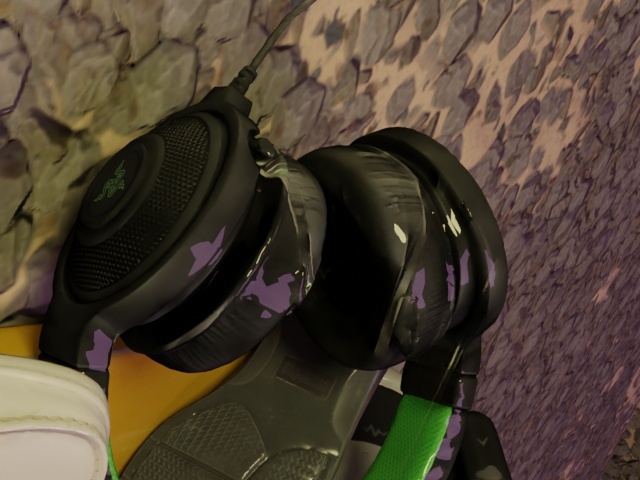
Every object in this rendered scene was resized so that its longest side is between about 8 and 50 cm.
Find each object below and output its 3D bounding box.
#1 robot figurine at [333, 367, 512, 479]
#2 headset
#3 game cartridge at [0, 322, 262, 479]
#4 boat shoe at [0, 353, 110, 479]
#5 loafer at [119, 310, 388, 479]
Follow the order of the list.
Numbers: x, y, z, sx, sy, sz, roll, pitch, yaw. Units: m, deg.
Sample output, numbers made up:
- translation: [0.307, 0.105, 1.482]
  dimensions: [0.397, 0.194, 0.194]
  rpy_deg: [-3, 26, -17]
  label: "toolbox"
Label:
- translation: [0.017, 0.204, 0.813]
  dimensions: [0.278, 0.209, 0.173]
  rpy_deg: [-87, -169, -65]
  label: "robot figurine"
- translation: [0.000, 0.000, 0.561]
  dimensions: [0.243, 0.185, 0.394]
  rpy_deg: [5, 91, -35]
  label: "headset"
- translation: [-0.164, 0.172, 0.689]
  dimensions: [0.285, 0.053, 0.324]
  rpy_deg: [-63, 157, 12]
  label: "game cartridge"
- translation: [-0.195, 0.112, 0.397]
  dimensions: [0.277, 0.096, 0.098]
  rpy_deg: [-8, 122, -32]
  label: "boat shoe"
- translation: [-0.027, 0.123, 0.711]
  dimensions: [0.302, 0.109, 0.095]
  rpy_deg: [-52, 161, -22]
  label: "loafer"
